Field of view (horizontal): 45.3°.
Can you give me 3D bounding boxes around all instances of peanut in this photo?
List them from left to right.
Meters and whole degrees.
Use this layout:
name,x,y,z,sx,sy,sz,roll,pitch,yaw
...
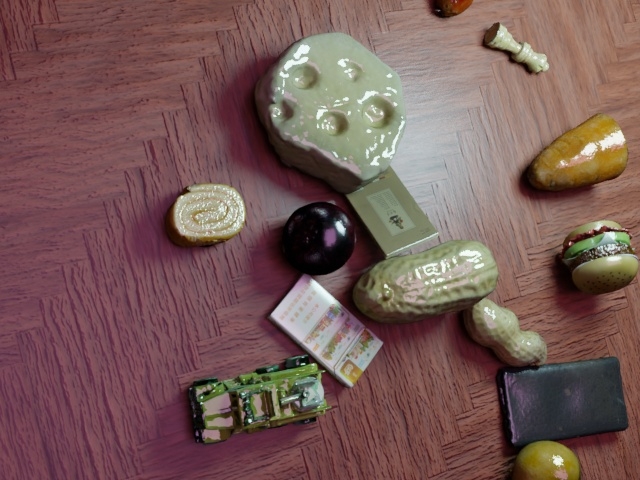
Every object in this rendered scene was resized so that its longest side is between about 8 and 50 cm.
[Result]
name,x,y,z,sx,sy,sz,roll,pitch,yaw
peanut,0.213,0.088,1.570,0.313,0.152,0.152,-17,87,-18
peanut,0.402,0.206,1.662,0.228,0.085,0.104,38,66,-14

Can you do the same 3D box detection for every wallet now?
name,x,y,z,sx,sy,sz,roll,pitch,yaw
wallet,0.544,0.358,1.719,0.321,0.044,0.170,-2,81,-20

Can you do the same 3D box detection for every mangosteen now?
name,x,y,z,sx,sy,sz,roll,pitch,yaw
mangosteen,0.000,0.000,1.511,0.152,0.152,0.152,4,79,-22

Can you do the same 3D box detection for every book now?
name,x,y,z,sx,sy,sz,roll,pitch,yaw
book,0.139,-0.065,1.597,0.138,0.016,0.198,-21,66,-25

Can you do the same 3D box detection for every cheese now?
name,x,y,z,sx,sy,sz,roll,pitch,yaw
cheese,0.027,-0.258,1.563,0.318,0.115,0.326,-10,79,-24

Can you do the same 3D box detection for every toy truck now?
name,x,y,z,sx,sy,sz,roll,pitch,yaw
toy truck,-0.107,0.292,1.410,0.259,0.135,0.128,-7,83,-20

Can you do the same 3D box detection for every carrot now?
name,x,y,z,sx,sy,sz,roll,pitch,yaw
carrot,0.578,-0.184,1.786,0.225,0.159,0.159,-21,90,-11

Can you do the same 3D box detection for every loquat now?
name,x,y,z,sx,sy,sz,roll,pitch,yaw
loquat,0.478,0.496,1.610,0.163,0.137,0.163,1,92,19

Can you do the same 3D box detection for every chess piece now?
name,x,y,z,sx,sy,sz,roll,pitch,yaw
chess piece,0.473,-0.451,1.823,0.172,0.060,0.060,27,72,-19

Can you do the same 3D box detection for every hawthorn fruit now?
name,x,y,z,sx,sy,sz,roll,pitch,yaw
hawthorn fruit,0.303,-0.554,1.763,0.081,0.081,0.093,37,98,-13

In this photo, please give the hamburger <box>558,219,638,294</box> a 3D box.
name,x,y,z,sx,sy,sz,roll,pitch,yaw
hamburger,0.635,0.049,1.734,0.175,0.175,0.137,6,56,-22

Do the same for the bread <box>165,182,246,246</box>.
name,x,y,z,sx,sy,sz,roll,pitch,yaw
bread,-0.220,-0.050,1.460,0.149,0.073,0.122,-4,77,-25

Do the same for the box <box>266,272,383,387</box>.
name,x,y,z,sx,sy,sz,roll,pitch,yaw
box,0.011,0.179,1.532,0.220,0.032,0.122,43,68,-10
